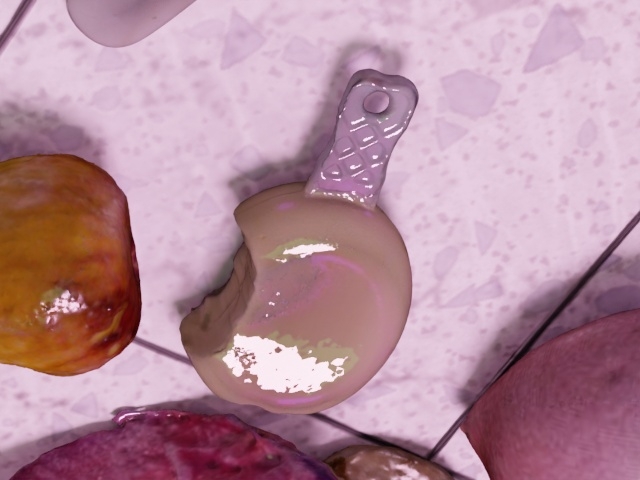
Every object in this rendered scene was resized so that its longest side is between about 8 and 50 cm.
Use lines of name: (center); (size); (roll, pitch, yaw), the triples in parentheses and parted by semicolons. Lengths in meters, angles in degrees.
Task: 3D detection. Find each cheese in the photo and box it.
cheese: (0.000, 0.000, 1.453); (0.163, 0.082, 0.286); (8, 121, -17)

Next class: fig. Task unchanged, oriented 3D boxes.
fig: (-0.250, 0.013, 1.391); (0.257, 0.159, 0.159); (5, 127, 11)

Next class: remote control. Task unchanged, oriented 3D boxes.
remote control: (-0.073, -0.204, 1.308); (0.229, 0.044, 0.073); (-36, 121, 16)

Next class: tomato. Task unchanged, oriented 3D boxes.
tomato: (-0.110, 0.287, 1.534); (0.335, 0.289, 0.176); (-28, 146, -11)

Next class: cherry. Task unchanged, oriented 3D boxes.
cherry: (0.243, 0.169, 1.542); (0.239, 0.206, 0.239); (-12, 138, -11)

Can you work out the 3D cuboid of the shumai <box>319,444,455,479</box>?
shumai: (0.035, 0.271, 1.630); (0.201, 0.120, 0.201); (-4, 127, -5)
